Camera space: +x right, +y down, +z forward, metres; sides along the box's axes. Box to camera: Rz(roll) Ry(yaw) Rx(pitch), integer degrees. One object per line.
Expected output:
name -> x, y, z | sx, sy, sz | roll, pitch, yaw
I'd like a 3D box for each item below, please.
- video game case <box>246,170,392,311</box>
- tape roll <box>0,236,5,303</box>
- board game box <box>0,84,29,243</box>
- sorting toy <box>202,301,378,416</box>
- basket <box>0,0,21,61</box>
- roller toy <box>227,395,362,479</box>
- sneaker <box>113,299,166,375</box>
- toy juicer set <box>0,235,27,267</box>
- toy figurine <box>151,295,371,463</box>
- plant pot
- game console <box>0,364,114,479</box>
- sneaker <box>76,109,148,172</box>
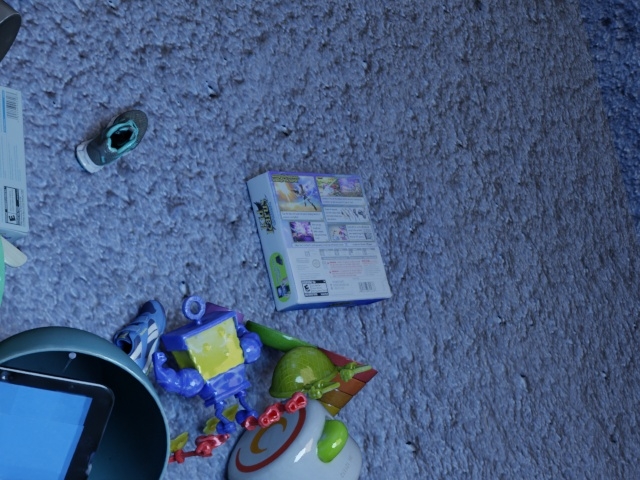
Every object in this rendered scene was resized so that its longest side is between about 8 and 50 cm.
video game case -> 0.000, 0.000, 2.433 | 0.269, 0.061, 0.244 | 0, 74, -50
tape roll -> -0.539, 0.035, 1.602 | 0.321, 0.077, 0.321 | 2, 87, -43
board game box -> -0.553, -0.121, 1.815 | 0.303, 0.097, 0.224 | 14, 62, -47
sorting toy -> -0.066, 0.218, 2.242 | 0.365, 0.127, 0.126 | 25, 84, -37
basket -> -0.532, -0.320, 1.798 | 0.227, 0.204, 0.154 | 35, 74, 1
roller toy -> -0.037, 0.357, 2.109 | 0.191, 0.209, 0.146 | -44, 111, -9
sneaker -> -0.278, 0.145, 2.040 | 0.059, 0.053, 0.144 | 37, 46, -30
toy juicer set -> -0.557, 0.033, 1.698 | 0.329, 0.089, 0.209 | -42, 115, -35
toy figurine -> -0.127, 0.171, 2.033 | 0.362, 0.191, 0.217 | -25, 93, -34
plant pot -> -0.354, 0.230, 1.770 | 0.290, 0.290, 0.195 | 46, 6, -24
game console -> -0.398, 0.295, 1.569 | 0.293, 0.173, 0.250 | 13, 46, -27
sneaker -> -0.315, -0.165, 2.133 | 0.065, 0.076, 0.166 | 56, 39, -15
